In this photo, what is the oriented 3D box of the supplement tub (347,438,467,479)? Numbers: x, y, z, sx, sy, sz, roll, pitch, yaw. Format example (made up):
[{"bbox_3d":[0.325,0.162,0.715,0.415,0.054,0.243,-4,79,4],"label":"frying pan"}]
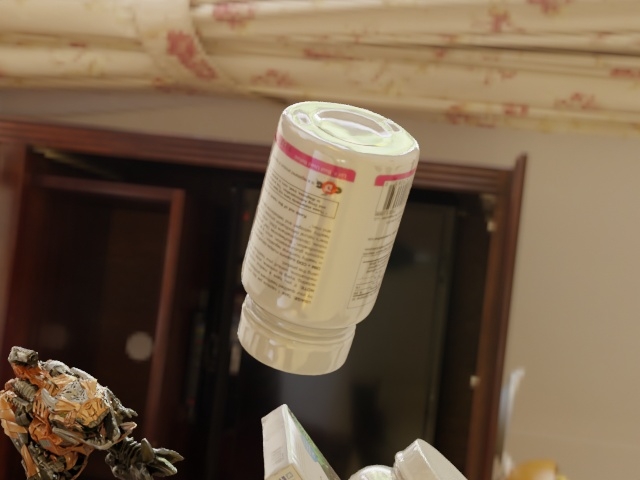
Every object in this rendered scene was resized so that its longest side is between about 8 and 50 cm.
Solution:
[{"bbox_3d":[0.056,0.407,1.427,0.325,0.235,0.235,-43,174,5],"label":"supplement tub"}]

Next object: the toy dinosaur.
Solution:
[{"bbox_3d":[-0.278,0.200,1.382,0.218,0.164,0.322,58,-6,-14],"label":"toy dinosaur"}]

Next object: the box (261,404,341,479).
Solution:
[{"bbox_3d":[0.015,0.444,2.039,0.322,0.058,0.232,57,6,-16],"label":"box"}]

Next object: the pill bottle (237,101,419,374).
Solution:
[{"bbox_3d":[0.000,0.000,1.424,0.160,0.160,0.283,-67,173,-65],"label":"pill bottle"}]
